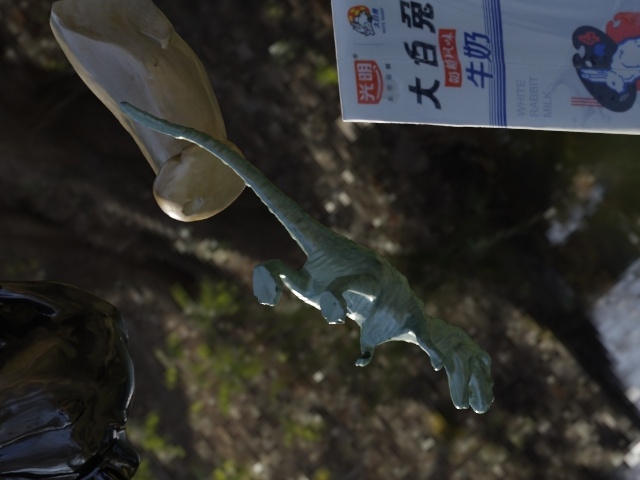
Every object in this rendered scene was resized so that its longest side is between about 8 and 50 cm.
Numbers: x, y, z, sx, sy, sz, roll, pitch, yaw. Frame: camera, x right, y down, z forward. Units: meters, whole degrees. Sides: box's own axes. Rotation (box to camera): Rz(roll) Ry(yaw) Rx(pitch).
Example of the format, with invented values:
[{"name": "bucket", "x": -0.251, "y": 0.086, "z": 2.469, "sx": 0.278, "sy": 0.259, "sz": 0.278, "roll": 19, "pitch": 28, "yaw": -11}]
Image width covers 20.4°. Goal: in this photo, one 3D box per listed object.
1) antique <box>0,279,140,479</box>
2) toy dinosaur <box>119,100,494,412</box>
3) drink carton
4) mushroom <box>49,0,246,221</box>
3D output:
[{"name": "antique", "x": -0.281, "y": 0.170, "z": 1.584, "sx": 0.185, "sy": 0.255, "sz": 0.322, "roll": 46, "pitch": 135, "yaw": 40}, {"name": "toy dinosaur", "x": -0.016, "y": 0.013, "z": 1.378, "sx": 0.383, "sy": 0.076, "sz": 0.129, "roll": 42, "pitch": -157, "yaw": -1}, {"name": "drink carton", "x": 0.168, "y": -0.162, "z": 1.433, "sx": 0.315, "sy": 0.106, "sz": 0.131, "roll": 5, "pitch": 113, "yaw": 22}, {"name": "mushroom", "x": -0.143, "y": -0.128, "z": 1.555, "sx": 0.247, "sy": 0.096, "sz": 0.108, "roll": 56, "pitch": -166, "yaw": 27}]
